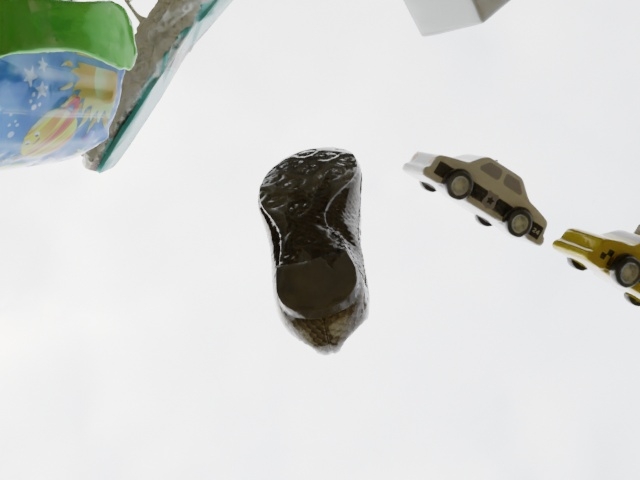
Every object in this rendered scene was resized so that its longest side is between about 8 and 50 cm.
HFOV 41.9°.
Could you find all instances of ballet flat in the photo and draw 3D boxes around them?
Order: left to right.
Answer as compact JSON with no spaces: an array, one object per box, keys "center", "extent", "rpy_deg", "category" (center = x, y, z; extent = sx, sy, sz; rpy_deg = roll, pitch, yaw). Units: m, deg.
[{"center":[-0.246,-0.291,1.208],"extent":[0.147,0.147,0.409],"rpy_deg":[36,-91,15],"category":"ballet flat"},{"center":[0.000,0.000,0.617],"extent":[0.084,0.058,0.250],"rpy_deg":[-14,-149,4],"category":"ballet flat"}]

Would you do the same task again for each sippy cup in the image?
[{"center":[-0.319,-0.162,0.794],"extent":[0.305,0.224,0.240],"rpy_deg":[35,-70,26],"category":"sippy cup"}]

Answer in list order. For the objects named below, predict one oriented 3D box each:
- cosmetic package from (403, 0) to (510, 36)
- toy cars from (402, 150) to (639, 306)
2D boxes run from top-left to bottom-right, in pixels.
[{"center":[0.173,-0.574,1.280],"extent":[0.230,0.161,0.453],"rpy_deg":[-41,-67,-23],"category":"cosmetic package"},{"center":[0.285,-0.024,0.993],"extent":[0.393,0.176,0.087],"rpy_deg":[30,-89,23],"category":"toy cars"}]
